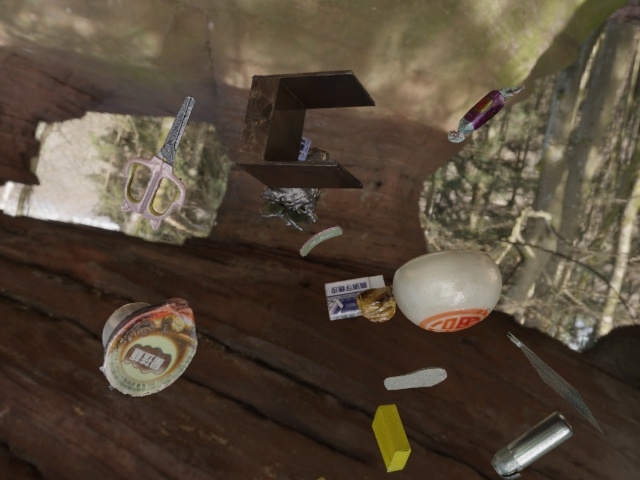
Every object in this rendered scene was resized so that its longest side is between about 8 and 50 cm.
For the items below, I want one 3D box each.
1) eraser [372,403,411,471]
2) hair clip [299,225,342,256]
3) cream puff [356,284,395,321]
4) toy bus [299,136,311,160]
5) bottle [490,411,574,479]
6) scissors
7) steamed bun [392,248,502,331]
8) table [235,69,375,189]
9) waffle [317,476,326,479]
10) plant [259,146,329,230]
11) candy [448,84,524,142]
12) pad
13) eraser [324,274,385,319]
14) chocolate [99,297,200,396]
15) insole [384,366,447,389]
[{"bbox_3d":[0.166,0.465,1.347,0.045,0.097,0.122,-3,-136,-15],"label":"eraser"},{"bbox_3d":[0.000,-0.001,1.613,0.022,0.137,0.054,60,-177,29],"label":"hair clip"},{"bbox_3d":[0.176,0.193,1.729,0.119,0.104,0.133,-10,-168,40],"label":"cream puff"},{"bbox_3d":[-0.111,-0.293,1.718,0.167,0.073,0.076,18,179,38],"label":"toy bus"},{"bbox_3d":[0.620,0.604,1.669,0.079,0.253,0.096,47,-170,-35],"label":"bottle"},{"bbox_3d":[-0.345,-0.176,1.266,0.160,0.318,0.024,30,-160,0],"label":"scissors"},{"bbox_3d":[0.331,0.142,1.479,0.282,0.177,0.283,-6,157,-3],"label":"steamed bun"},{"bbox_3d":[-0.031,-0.273,1.458,0.281,0.251,0.196,3,166,25],"label":"table"},{"bbox_3d":[-0.010,0.971,1.995,0.060,0.281,0.262,8,-144,9],"label":"waffle"},{"bbox_3d":[-0.078,-0.177,1.853,0.198,0.276,0.188,16,-173,2],"label":"plant"},{"bbox_3d":[0.323,-0.255,1.127,0.043,0.175,0.045,46,-175,-41],"label":"candy"},{"bbox_3d":[0.439,0.270,1.062,0.265,0.009,0.159,44,-179,-43],"label":"pad"},{"bbox_3d":[0.126,0.200,2.002,0.209,0.125,0.068,-9,152,-3],"label":"eraser"},{"bbox_3d":[-0.373,0.195,1.188,0.221,0.221,0.147,15,-166,-47],"label":"chocolate"},{"bbox_3d":[0.284,0.415,1.707,0.191,0.063,0.010,-15,-162,18],"label":"insole"}]
